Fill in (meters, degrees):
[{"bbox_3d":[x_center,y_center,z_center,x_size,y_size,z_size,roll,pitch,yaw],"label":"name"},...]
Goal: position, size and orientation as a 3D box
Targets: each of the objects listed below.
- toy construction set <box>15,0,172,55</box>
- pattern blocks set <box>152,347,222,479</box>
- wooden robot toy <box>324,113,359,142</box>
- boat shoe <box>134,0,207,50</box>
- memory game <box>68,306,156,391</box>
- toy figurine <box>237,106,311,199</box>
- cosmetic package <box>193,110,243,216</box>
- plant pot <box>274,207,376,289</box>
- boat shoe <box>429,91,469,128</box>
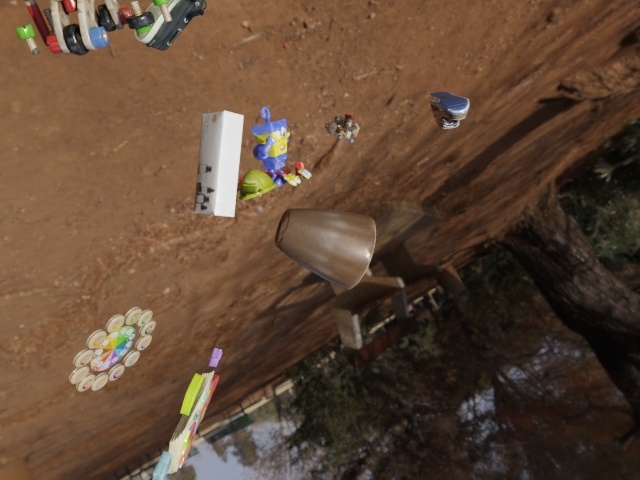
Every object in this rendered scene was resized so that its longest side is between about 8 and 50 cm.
[{"bbox_3d":[-0.528,-0.527,1.065,0.308,0.237,0.258,4,-142,25],"label":"toy construction set"},{"bbox_3d":[-0.270,0.378,1.086,0.286,0.026,0.325,108,1,-48],"label":"pattern blocks set"},{"bbox_3d":[0.048,-0.338,1.519,0.078,0.076,0.173,9,-166,-23],"label":"wooden robot toy"},{"bbox_3d":[-0.394,-0.690,1.512,0.340,0.127,0.113,-46,147,13],"label":"boat shoe"},{"bbox_3d":[-0.375,0.200,0.947,0.186,0.012,0.186,-48,161,-23],"label":"memory game"},{"bbox_3d":[-0.169,-0.251,1.418,0.191,0.218,0.362,1,-162,21],"label":"toy figurine"},{"bbox_3d":[-0.243,-0.179,1.225,0.098,0.239,0.060,7,-178,43],"label":"cosmetic package"},{"bbox_3d":[0.000,0.000,1.423,0.230,0.216,0.215,18,150,-19],"label":"plant pot"},{"bbox_3d":[0.293,-0.289,1.169,0.066,0.066,0.183,-8,-155,3],"label":"boat shoe"}]
